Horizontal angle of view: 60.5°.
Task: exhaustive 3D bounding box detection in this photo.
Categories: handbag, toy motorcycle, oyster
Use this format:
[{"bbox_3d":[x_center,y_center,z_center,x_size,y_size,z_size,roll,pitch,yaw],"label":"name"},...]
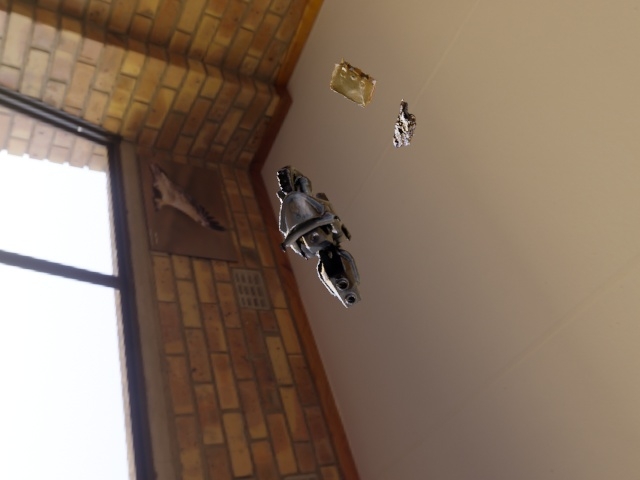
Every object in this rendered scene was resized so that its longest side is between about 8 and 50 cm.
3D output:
[{"bbox_3d":[0.061,-0.288,1.004,0.083,0.027,0.061,33,-36,14],"label":"handbag"},{"bbox_3d":[0.000,0.000,0.937,0.106,0.270,0.159,-27,-163,8],"label":"toy motorcycle"},{"bbox_3d":[0.187,-0.253,1.233,0.086,0.029,0.132,-112,-168,-50],"label":"oyster"}]
